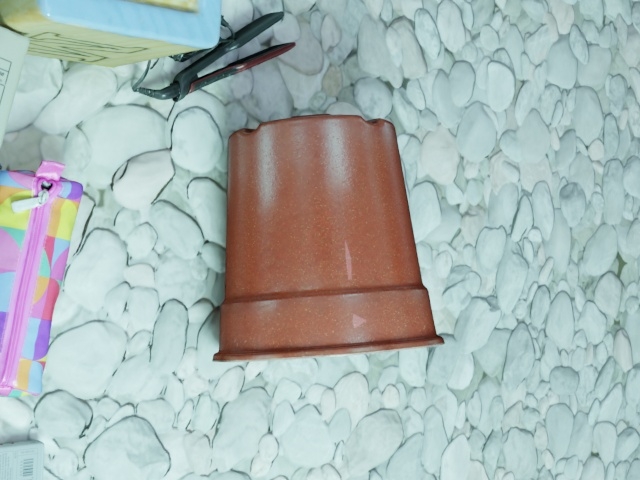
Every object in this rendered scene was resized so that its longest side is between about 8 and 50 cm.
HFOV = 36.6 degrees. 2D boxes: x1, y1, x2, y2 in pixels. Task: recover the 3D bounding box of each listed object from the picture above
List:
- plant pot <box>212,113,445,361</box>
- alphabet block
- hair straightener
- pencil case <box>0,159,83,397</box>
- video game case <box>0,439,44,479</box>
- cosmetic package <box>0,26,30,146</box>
[{"bbox_3d":[0.000,0.000,1.139,0.272,0.272,0.265,-1,85,-41],"label":"plant pot"},{"bbox_3d":[-0.227,-0.283,0.952,0.193,0.197,0.192,4,89,-42],"label":"alphabet block"},{"bbox_3d":[-0.132,-0.232,1.148,0.230,0.047,0.089,-31,111,-32],"label":"hair straightener"},{"bbox_3d":[-0.304,0.038,0.964,0.104,0.104,0.236,13,84,-41],"label":"pencil case"},{"bbox_3d":[-0.370,0.309,0.968,0.183,0.023,0.201,3,91,-42],"label":"video game case"},{"bbox_3d":[-0.387,-0.064,0.866,0.153,0.129,0.296,21,79,-38],"label":"cosmetic package"}]
